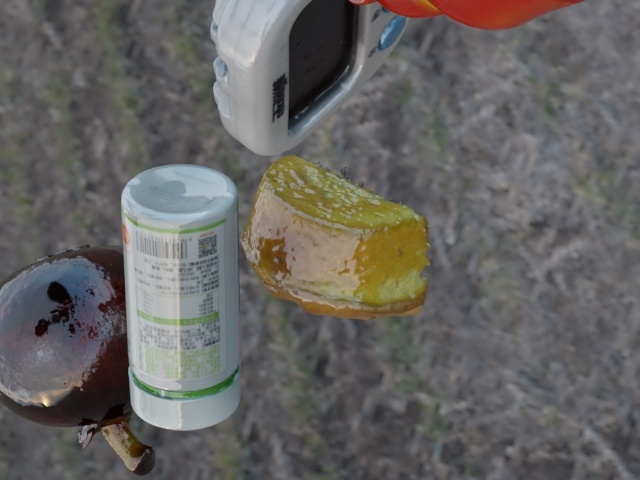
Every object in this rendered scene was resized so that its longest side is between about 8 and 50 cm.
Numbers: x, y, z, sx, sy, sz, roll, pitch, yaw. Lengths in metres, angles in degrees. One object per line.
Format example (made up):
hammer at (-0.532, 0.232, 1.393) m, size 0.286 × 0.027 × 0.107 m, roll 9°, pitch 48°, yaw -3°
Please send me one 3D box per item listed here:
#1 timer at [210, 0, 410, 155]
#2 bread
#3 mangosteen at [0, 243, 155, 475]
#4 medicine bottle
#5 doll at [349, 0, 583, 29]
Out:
timer at (-0.005, -0.210, 1.698) m, size 0.087 × 0.262 × 0.237 m, roll 39°, pitch 67°, yaw 19°
bread at (0.000, 0.000, 2.020) m, size 0.229 × 0.139 × 0.143 m, roll 26°, pitch 117°, yaw 34°
mangosteen at (-0.246, 0.136, 2.031) m, size 0.235 × 0.235 × 0.261 m, roll -20°, pitch 88°, yaw 48°
medicine bottle at (-0.101, 0.042, 1.364) m, size 0.086 × 0.086 × 0.183 m, roll -131°, pitch 36°, yaw -51°
doll at (0.135, -0.249, 1.361) m, size 0.363 × 0.160 × 0.182 m, roll -23°, pitch 85°, yaw 48°
